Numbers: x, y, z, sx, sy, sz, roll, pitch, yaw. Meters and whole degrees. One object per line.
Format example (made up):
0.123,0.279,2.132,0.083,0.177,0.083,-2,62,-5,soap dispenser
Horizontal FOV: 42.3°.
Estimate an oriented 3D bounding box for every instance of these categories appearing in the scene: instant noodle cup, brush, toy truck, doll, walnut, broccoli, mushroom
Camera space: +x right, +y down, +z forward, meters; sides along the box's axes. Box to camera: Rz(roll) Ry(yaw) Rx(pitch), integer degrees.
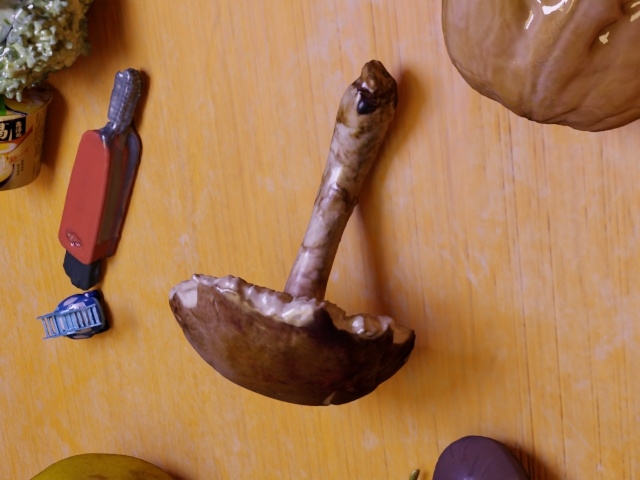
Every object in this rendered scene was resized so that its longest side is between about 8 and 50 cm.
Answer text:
-0.428,-0.145,1.081,0.151,0.151,0.122,34,131,26,instant noodle cup
-0.278,-0.070,1.033,0.070,0.051,0.323,39,123,27,brush
-0.312,0.100,1.094,0.136,0.074,0.063,-17,92,39,toy truck
0.139,0.253,0.779,0.188,0.096,0.145,3,90,63,doll
0.183,-0.185,0.560,0.193,0.193,0.226,28,128,29,walnut
-0.367,-0.289,0.938,0.260,0.235,0.288,-140,54,-66,broccoli
0.020,0.028,0.788,0.208,0.233,0.302,43,82,10,mushroom

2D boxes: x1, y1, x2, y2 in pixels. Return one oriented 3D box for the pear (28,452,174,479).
-0.296,0.417,1.044,0.336,0.284,0.285,-38,79,41,pear
